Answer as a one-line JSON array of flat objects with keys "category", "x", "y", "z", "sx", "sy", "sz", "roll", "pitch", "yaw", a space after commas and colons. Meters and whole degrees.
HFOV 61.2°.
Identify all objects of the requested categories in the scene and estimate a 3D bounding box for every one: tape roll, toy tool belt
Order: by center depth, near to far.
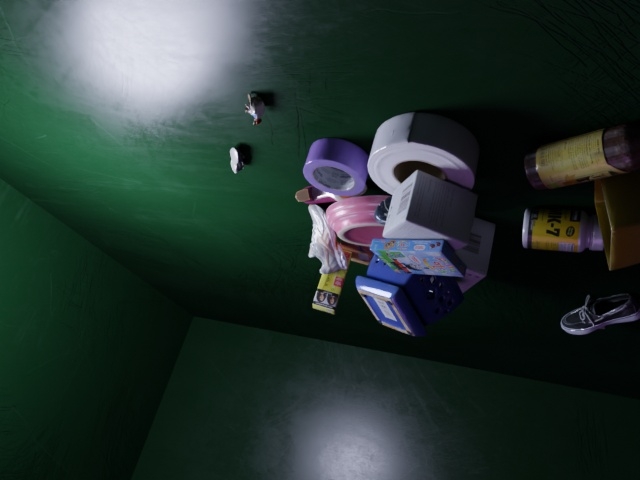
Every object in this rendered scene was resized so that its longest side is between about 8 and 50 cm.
[{"category": "tape roll", "x": 0.271, "y": -0.211, "z": 1.436, "sx": 0.286, "sy": 0.100, "sz": 0.286, "roll": 15, "pitch": 157, "yaw": 6}, {"category": "toy tool belt", "x": -0.182, "y": -0.361, "z": 1.482, "sx": 0.051, "sy": 0.052, "sz": 0.083, "roll": 45, "pitch": 157, "yaw": 13}, {"category": "tape roll", "x": 0.049, "y": -0.214, "z": 1.599, "sx": 0.188, "sy": 0.080, "sz": 0.189, "roll": 13, "pitch": 156, "yaw": 6}]

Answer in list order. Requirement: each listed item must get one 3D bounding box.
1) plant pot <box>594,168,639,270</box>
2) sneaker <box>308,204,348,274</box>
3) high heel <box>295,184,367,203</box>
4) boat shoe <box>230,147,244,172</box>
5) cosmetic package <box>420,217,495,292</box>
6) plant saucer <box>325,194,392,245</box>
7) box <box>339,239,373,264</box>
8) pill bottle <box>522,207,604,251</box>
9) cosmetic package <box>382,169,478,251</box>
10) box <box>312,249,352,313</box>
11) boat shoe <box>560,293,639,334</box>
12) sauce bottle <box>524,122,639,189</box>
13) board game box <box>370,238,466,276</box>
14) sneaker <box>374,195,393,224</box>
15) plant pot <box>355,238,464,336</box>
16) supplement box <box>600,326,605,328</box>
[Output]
[{"category": "plant pot", "x": 0.773, "y": -0.075, "z": 1.288, "sx": 0.187, "sy": 0.212, "sz": 0.212, "roll": -8, "pitch": 148, "yaw": 23}, {"category": "sneaker", "x": 0.000, "y": 0.000, "z": 1.908, "sx": 0.121, "sy": 0.263, "sz": 0.099, "roll": -24, "pitch": -176, "yaw": -2}, {"category": "high heel", "x": 0.047, "y": -0.158, "z": 1.767, "sx": 0.244, "sy": 0.082, "sz": 0.117, "roll": -12, "pitch": -177, "yaw": 22}, {"category": "boat shoe", "x": -0.266, "y": -0.263, "z": 1.753, "sx": 0.046, "sy": 0.038, "sz": 0.125, "roll": 55, "pitch": 159, "yaw": 20}, {"category": "cosmetic package", "x": 0.436, "y": 0.074, "z": 1.832, "sx": 0.155, "sy": 0.197, "sz": 0.365, "roll": 19, "pitch": 155, "yaw": -2}, {"category": "plant saucer", "x": 0.181, "y": -0.052, "z": 1.766, "sx": 0.332, "sy": 0.084, "sz": 0.332, "roll": 3, "pitch": 163, "yaw": 1}, {"category": "box", "x": 0.139, "y": 0.008, "z": 2.010, "sx": 0.130, "sy": 0.091, "sz": 0.170, "roll": 15, "pitch": 157, "yaw": 4}, {"category": "pill bottle", "x": 0.687, "y": -0.029, "z": 1.531, "sx": 0.208, "sy": 0.119, "sz": 0.119, "roll": 5, "pitch": 154, "yaw": 25}, {"category": "cosmetic package", "x": 0.288, "y": -0.065, "z": 1.428, "sx": 0.183, "sy": 0.151, "sz": 0.151, "roll": 22, "pitch": 158, "yaw": -10}, {"category": "box", "x": 0.045, "y": 0.144, "z": 1.966, "sx": 0.087, "sy": 0.232, "sz": 0.058, "roll": 17, "pitch": 157, "yaw": 7}, {"category": "boat shoe", "x": 1.001, "y": 0.262, "z": 1.971, "sx": 0.105, "sy": 0.113, "sz": 0.306, "roll": 34, "pitch": 149, "yaw": -21}, {"category": "sauce bottle", "x": 0.637, "y": -0.195, "z": 1.209, "sx": 0.111, "sy": 0.111, "sz": 0.344, "roll": 33, "pitch": 153, "yaw": -32}, {"category": "board game box", "x": 0.264, "y": 0.046, "z": 1.458, "sx": 0.211, "sy": 0.039, "sz": 0.160, "roll": 0, "pitch": 154, "yaw": 38}, {"category": "sneaker", "x": 0.287, "y": -0.063, "z": 1.596, "sx": 0.282, "sy": 0.110, "sz": 0.122, "roll": -5, "pitch": 145, "yaw": -17}, {"category": "plant pot", "x": 0.263, "y": 0.150, "z": 1.680, "sx": 0.236, "sy": 0.212, "sz": 0.236, "roll": 13, "pitch": 142, "yaw": 55}, {"category": "supplement box", "x": 1.045, "y": 0.304, "z": 2.092, "sx": 0.098, "sy": 0.062, "sz": 0.036, "roll": 1, "pitch": 151, "yaw": 33}]
